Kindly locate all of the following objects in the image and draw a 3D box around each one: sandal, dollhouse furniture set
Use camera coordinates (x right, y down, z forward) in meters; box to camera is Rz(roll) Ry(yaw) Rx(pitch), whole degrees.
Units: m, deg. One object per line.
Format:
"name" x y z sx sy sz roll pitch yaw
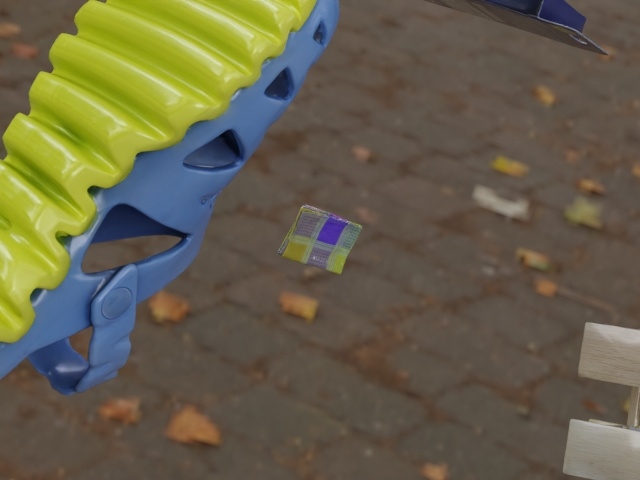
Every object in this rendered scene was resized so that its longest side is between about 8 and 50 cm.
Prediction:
"sandal" -0.106 -0.033 1.024 0.126 0.317 0.138 43 -1 40
"dollhouse furniture set" 0.307 0.187 1.455 0.161 0.242 0.212 8 0 31

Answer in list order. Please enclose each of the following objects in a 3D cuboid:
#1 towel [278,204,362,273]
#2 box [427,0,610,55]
"towel" 0.000 0.000 1.879 0.083 0.060 0.009 19 14 -35
"box" 0.166 -0.234 1.777 0.225 0.036 0.136 22 3 23
